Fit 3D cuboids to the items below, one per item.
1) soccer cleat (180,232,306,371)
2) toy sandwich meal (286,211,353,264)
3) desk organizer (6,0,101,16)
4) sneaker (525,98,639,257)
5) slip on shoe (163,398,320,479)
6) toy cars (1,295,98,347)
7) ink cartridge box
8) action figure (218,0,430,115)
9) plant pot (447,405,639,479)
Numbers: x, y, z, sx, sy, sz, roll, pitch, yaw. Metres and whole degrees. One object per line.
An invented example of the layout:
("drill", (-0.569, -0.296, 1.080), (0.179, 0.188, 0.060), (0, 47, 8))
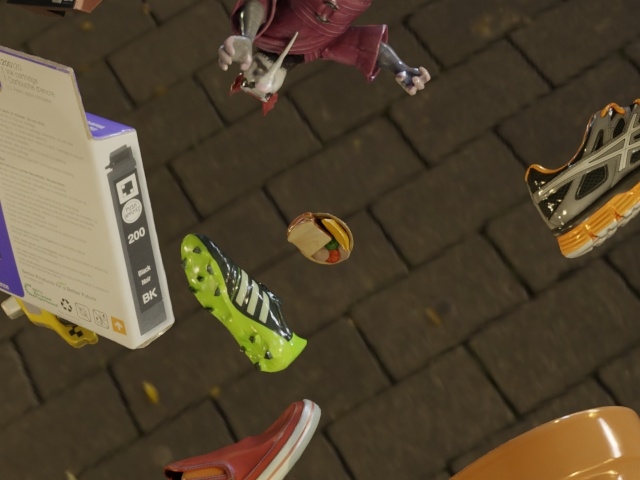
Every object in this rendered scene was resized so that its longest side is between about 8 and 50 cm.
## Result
("soccer cleat", (-0.086, 0.063, 1.573), (0.179, 0.060, 0.072), (54, 42, 4))
("toy sandwich meal", (0.000, 0.000, 1.821), (0.086, 0.085, 0.029), (-5, 31, 20))
("desk organizer", (-0.286, -0.273, 1.595), (0.130, 0.050, 0.047), (12, 87, 43))
("sneaker", (0.256, -0.081, 1.145), (0.215, 0.084, 0.083), (-40, 77, 4))
("slip on shoe", (-0.127, 0.280, 1.629), (0.331, 0.123, 0.101), (-39, 85, -25))
("toy cars", (-0.402, -0.005, 1.801), (0.087, 0.393, 0.176), (-33, 37, -11))
("ink cartridge box", (-0.197, -0.049, 0.943), (0.206, 0.208, 0.045), (20, 43, 34))
("action figure", (0.001, -0.297, 1.623), (0.370, 0.248, 0.275), (-44, 46, 29))
("plant pot", (0.252, 0.336, 1.497), (0.291, 0.291, 0.203), (-28, 63, 1))
